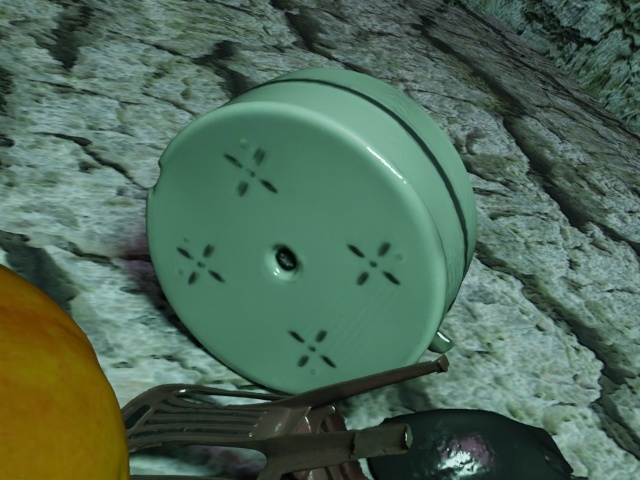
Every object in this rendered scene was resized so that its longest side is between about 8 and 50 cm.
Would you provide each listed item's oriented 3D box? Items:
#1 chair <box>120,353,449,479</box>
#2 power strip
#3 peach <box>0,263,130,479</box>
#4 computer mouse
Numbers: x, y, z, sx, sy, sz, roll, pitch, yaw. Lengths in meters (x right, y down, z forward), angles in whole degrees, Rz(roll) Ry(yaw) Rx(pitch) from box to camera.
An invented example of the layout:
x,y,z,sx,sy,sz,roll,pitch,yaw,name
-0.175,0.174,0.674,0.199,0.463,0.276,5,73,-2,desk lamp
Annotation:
x,y,z,sx,sy,sz,roll,pitch,yaw,name
-0.027,0.222,0.690,0.327,0.183,0.175,-11,19,28,chair
0.000,0.000,0.822,0.358,0.357,0.161,32,34,9,power strip
-0.285,0.154,0.406,0.302,0.343,0.342,25,23,-49,peach
0.187,0.248,0.837,0.264,0.088,0.147,16,36,-21,computer mouse
